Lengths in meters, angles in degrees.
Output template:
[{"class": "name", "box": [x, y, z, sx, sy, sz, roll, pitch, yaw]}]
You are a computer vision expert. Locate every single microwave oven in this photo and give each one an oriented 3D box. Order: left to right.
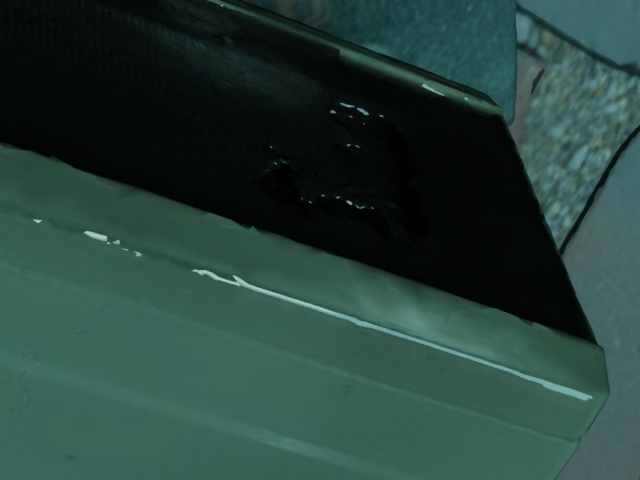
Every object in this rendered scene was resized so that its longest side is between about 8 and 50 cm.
[{"class": "microwave oven", "box": [-0.112, 0.025, 0.531, 0.295, 0.181, 0.237, 18, 120, -20]}]

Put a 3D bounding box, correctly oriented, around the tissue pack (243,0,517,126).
[{"class": "tissue pack", "box": [-0.049, -0.148, 0.622, 0.228, 0.103, 0.316, -19, 127, -19]}]
